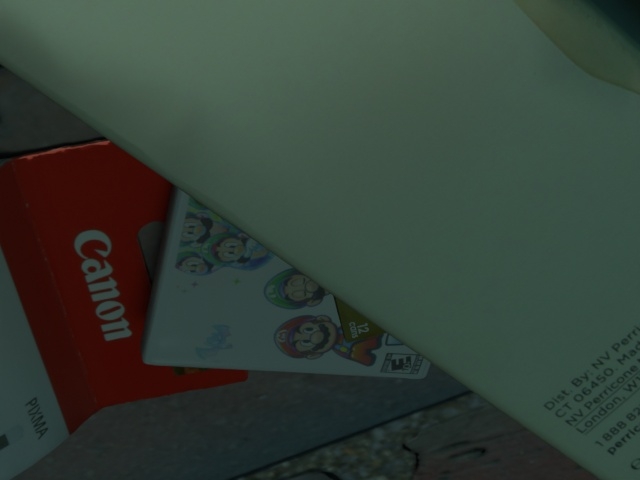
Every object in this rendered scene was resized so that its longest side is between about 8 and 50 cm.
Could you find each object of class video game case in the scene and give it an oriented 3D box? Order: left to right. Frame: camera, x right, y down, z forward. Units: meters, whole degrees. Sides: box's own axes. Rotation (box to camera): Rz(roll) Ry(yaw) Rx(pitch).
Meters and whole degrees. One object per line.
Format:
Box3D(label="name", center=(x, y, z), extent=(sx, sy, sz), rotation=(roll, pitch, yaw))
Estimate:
Box3D(label="video game case", center=(0.000, 0.000, 0.704), extent=(0.143, 0.019, 0.157), rotation=(4, 129, -15))

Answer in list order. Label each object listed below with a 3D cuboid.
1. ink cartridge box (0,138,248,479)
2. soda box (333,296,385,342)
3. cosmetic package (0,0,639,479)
Box3D(label="ink cartridge box", center=(-0.159, 0.047, 0.713), extent=(0.232, 0.066, 0.189), rotation=(-6, 137, 2))
Box3D(label="soda box", center=(0.017, -0.050, 0.615), extent=(0.058, 0.061, 0.181), rotation=(-13, 128, -1))
Box3D(label="cosmetic package", center=(0.012, -0.070, 0.462), extent=(0.309, 0.160, 0.113), rotation=(36, 110, -29))
